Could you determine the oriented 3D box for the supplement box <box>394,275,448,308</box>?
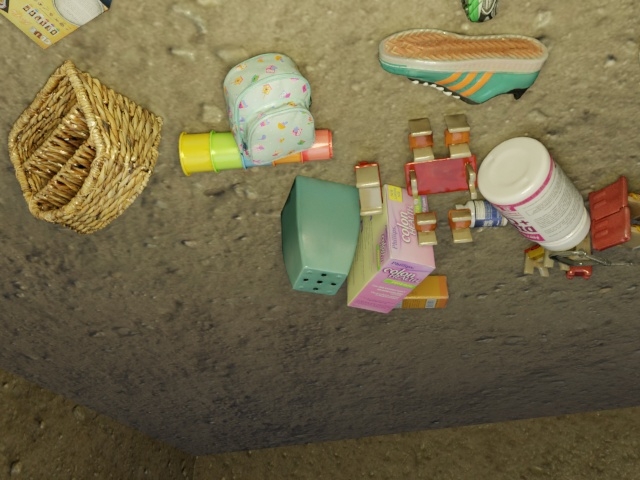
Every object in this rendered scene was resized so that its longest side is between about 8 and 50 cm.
[{"bbox_3d":[0.259,0.155,1.769,0.233,0.078,0.080,1,149,0],"label":"supplement box"}]

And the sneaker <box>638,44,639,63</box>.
[{"bbox_3d":[0.628,-0.363,0.970,0.105,0.123,0.290,1,147,-4],"label":"sneaker"}]

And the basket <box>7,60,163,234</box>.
[{"bbox_3d":[-0.496,-0.159,1.190,0.299,0.214,0.223,-28,137,35],"label":"basket"}]

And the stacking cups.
[{"bbox_3d":[-0.133,-0.194,1.245,0.316,0.096,0.096,-4,146,4],"label":"stacking cups"}]

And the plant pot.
[{"bbox_3d":[0.000,0.000,1.403,0.165,0.234,0.165,9,145,-14],"label":"plant pot"}]

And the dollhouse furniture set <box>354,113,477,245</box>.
[{"bbox_3d":[0.207,-0.133,1.282,0.259,0.135,0.262,-6,121,8],"label":"dollhouse furniture set"}]

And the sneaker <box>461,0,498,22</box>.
[{"bbox_3d":[0.277,-0.454,0.819,0.146,0.134,0.344,5,145,-2],"label":"sneaker"}]

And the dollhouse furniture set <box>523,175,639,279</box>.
[{"bbox_3d":[0.710,-0.011,1.500,0.201,0.152,0.374,11,162,-16],"label":"dollhouse furniture set"}]

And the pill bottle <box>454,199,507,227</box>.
[{"bbox_3d":[0.392,-0.066,1.452,0.120,0.067,0.067,-2,146,4],"label":"pill bottle"}]

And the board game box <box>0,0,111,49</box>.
[{"bbox_3d":[-0.481,-0.434,0.938,0.165,0.042,0.243,-18,142,24],"label":"board game box"}]

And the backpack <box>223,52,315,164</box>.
[{"bbox_3d":[-0.093,-0.246,1.114,0.165,0.144,0.188,-18,140,-10],"label":"backpack"}]

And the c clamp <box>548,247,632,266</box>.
[{"bbox_3d":[0.630,0.042,1.405,0.160,0.022,0.137,13,166,-31],"label":"c clamp"}]

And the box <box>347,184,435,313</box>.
[{"bbox_3d":[0.163,0.026,1.458,0.117,0.214,0.243,12,143,-17],"label":"box"}]

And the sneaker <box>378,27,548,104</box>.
[{"bbox_3d":[0.249,-0.301,1.072,0.302,0.108,0.121,2,141,-5],"label":"sneaker"}]

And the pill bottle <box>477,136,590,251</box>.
[{"bbox_3d":[0.488,-0.093,1.329,0.160,0.160,0.283,-26,138,33],"label":"pill bottle"}]
